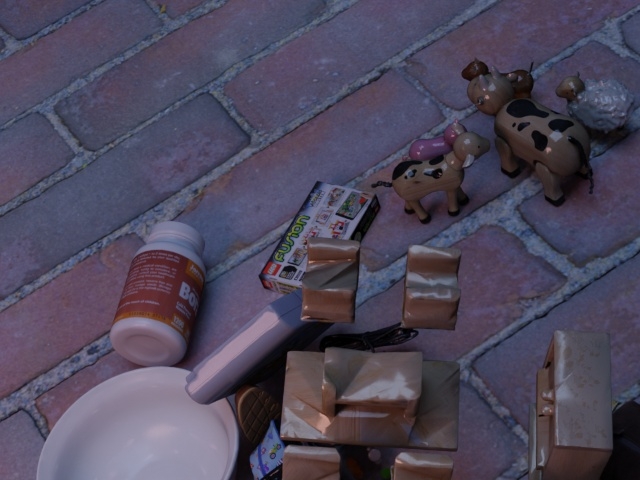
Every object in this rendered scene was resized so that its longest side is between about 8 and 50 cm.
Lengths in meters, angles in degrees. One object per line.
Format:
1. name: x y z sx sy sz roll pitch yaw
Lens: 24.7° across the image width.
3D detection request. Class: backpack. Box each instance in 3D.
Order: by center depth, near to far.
1. backpack: -0.038 0.334 1.971 0.117 0.158 0.173 -38 48 7

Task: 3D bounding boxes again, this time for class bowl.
1. bowl: -0.237 0.334 2.057 0.298 0.134 0.298 -10 49 12

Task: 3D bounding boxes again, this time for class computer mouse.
1. computer mouse: 0.016 0.196 2.069 0.184 0.060 0.262 -15 26 35

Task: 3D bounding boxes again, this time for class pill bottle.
1. pill bottle: -0.247 0.080 2.286 0.121 0.121 0.216 -2 51 18

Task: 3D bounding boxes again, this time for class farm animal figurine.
1. farm animal figurine: 0.283 -0.169 2.280 0.327 0.172 0.330 18 59 31

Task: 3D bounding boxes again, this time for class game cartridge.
1. game cartridge: -0.062 0.137 2.048 0.198 0.297 0.062 -36 82 15

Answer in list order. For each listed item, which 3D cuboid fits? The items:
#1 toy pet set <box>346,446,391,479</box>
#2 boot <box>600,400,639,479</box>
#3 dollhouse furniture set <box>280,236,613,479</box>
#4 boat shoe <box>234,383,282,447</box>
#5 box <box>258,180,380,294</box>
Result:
1. toy pet set: 0.078 0.276 2.064 0.122 0.065 0.114 -36 84 -9
2. boot: 0.414 0.334 1.886 0.248 0.090 0.207 -48 38 -16
3. dollhouse furniture set: 0.150 0.225 1.852 0.394 0.256 0.362 4 59 2
4. boat shoe: -0.081 0.256 2.041 0.064 0.178 0.060 -40 46 -11
5. box: 0.000 0.000 2.326 0.114 0.036 0.207 14 57 29
